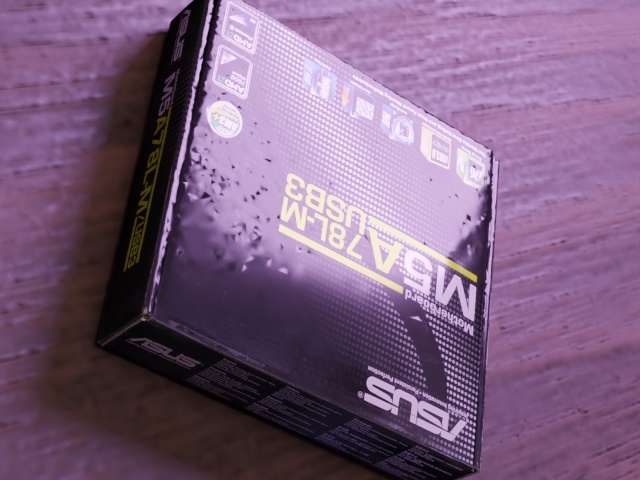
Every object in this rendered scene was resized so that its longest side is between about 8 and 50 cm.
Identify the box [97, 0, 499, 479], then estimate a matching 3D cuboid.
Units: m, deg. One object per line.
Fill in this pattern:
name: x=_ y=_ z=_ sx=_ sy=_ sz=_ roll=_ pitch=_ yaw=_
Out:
box: x=0.000 y=0.000 z=0.738 sx=0.190 sy=0.045 sz=0.184 roll=29 pitch=50 yaw=-27
